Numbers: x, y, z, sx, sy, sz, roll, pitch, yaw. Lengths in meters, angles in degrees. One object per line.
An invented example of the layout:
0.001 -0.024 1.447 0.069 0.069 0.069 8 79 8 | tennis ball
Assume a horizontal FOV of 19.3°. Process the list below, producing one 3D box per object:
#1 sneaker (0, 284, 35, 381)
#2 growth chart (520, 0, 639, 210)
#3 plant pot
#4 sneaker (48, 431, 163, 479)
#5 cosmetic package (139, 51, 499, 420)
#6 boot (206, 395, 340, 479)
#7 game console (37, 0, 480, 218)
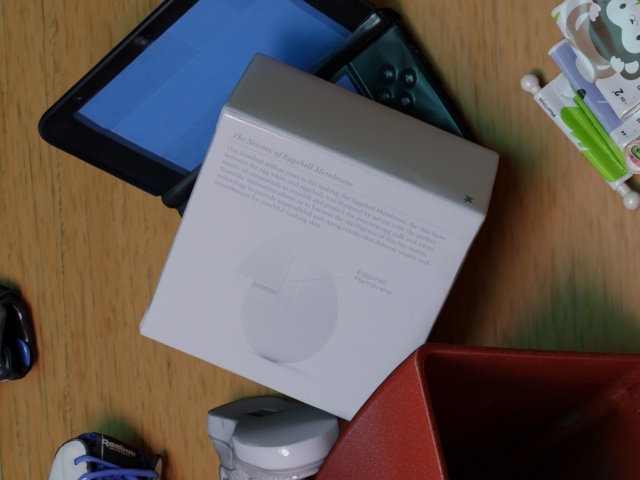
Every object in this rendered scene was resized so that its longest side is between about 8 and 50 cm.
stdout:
-0.351 0.147 1.887 0.121 0.079 0.217 16 102 31 | sneaker
0.265 -0.167 1.509 0.172 0.021 0.237 46 115 21 | growth chart
0.132 0.252 1.479 0.236 0.267 0.267 -35 58 46 | plant pot
-0.205 0.274 1.736 0.315 0.127 0.182 6 82 65 | sneaker
0.000 0.000 1.559 0.224 0.138 0.224 23 119 -1 | cosmetic package
-0.032 0.210 1.635 0.095 0.258 0.123 -14 94 -12 | boot
-0.054 -0.080 1.626 0.293 0.173 0.250 -39 75 29 | game console
